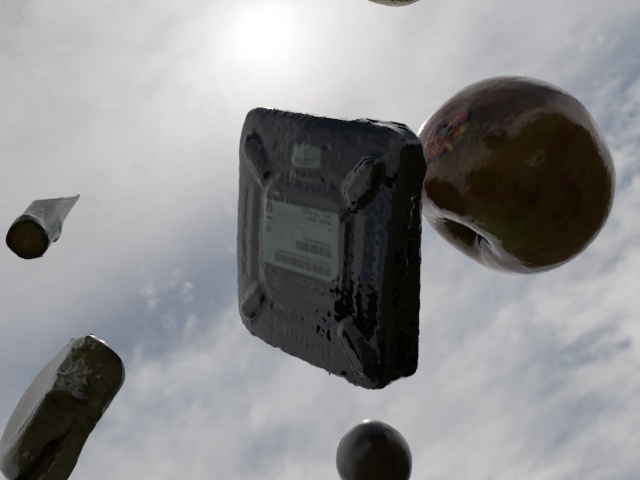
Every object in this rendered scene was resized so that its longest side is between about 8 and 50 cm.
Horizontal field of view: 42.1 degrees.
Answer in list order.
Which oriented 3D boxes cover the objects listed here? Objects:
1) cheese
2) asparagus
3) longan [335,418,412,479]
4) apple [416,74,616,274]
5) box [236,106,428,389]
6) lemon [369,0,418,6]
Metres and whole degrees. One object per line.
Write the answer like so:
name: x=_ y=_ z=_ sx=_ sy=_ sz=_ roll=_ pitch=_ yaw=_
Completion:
cheese: x=-0.334 y=0.229 z=1.055 sx=0.091 sy=0.202 sz=0.175 roll=37 pitch=-42 yaw=-20
asparagus: x=-0.289 y=-0.028 z=0.881 sx=0.045 sy=0.178 sz=0.041 roll=25 pitch=-75 yaw=-13
longan: x=0.116 y=0.472 z=1.792 sx=0.189 sy=0.189 sz=0.189 roll=-17 pitch=-50 yaw=-21
apple: x=0.371 y=-0.131 z=1.598 sx=0.333 sy=0.400 sz=0.400 roll=-51 pitch=-45 yaw=-7
box: x=0.000 y=0.000 z=1.138 sx=0.091 sy=0.359 sz=0.350 roll=-11 pitch=-72 yaw=-39
lemon: x=0.113 y=-0.429 z=1.191 sx=0.179 sy=0.203 sz=0.178 roll=1 pitch=-95 yaw=-11
